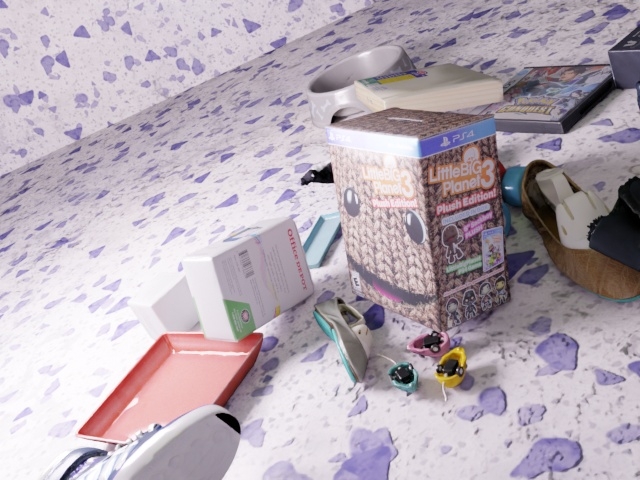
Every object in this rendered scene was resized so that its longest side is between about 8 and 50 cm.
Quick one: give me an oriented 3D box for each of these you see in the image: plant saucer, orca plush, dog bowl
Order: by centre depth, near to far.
[{"bbox_3d":[-0.244,0.256,1.241,0.259,0.048,0.258,-6,33,37],"label":"plant saucer"},{"bbox_3d":[0.000,0.000,1.518,0.067,0.018,0.192,-11,30,29],"label":"plant saucer"},{"bbox_3d":[0.098,-0.181,1.662,0.287,0.151,0.102,-25,59,-33],"label":"orca plush"},{"bbox_3d":[0.115,-0.456,2.145,0.349,0.102,0.349,-21,28,12],"label":"dog bowl"}]

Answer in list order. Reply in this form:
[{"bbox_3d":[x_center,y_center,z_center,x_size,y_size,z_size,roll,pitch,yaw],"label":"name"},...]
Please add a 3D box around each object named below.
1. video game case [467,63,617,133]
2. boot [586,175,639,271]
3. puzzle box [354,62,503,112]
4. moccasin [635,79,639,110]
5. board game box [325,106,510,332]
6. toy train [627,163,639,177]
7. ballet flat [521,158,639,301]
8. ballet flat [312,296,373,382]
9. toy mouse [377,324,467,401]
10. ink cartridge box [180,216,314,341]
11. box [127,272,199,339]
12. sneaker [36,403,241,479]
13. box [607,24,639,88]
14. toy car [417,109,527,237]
[{"bbox_3d":[0.490,-0.316,1.626,0.248,0.035,0.275,-39,29,-24],"label":"video game case"},{"bbox_3d":[0.495,-0.029,0.952,0.246,0.094,0.207,-40,58,-15],"label":"boot"},{"bbox_3d":[0.248,-0.368,1.798,0.272,0.052,0.409,-11,19,-3],"label":"puzzle box"},{"bbox_3d":[0.711,-0.338,1.327,0.342,0.117,0.138,-42,22,-14],"label":"moccasin"},{"bbox_3d":[0.147,-0.043,1.128,0.141,0.291,0.232,-20,21,-28],"label":"board game box"},{"bbox_3d":[0.572,-0.094,1.146,0.166,0.046,0.125,-10,29,24],"label":"toy train"},{"bbox_3d":[0.385,-0.037,1.119,0.116,0.124,0.342,-23,27,8],"label":"ballet flat"},{"bbox_3d":[0.045,0.145,1.156,0.068,0.072,0.213,-25,26,-6],"label":"ballet flat"},{"bbox_3d":[0.146,0.177,1.050,0.143,0.031,0.161,-5,33,36],"label":"toy mouse"},{"bbox_3d":[-0.122,0.064,1.300,0.093,0.154,0.212,-3,19,43],"label":"ink cartridge box"},{"bbox_3d":[-0.301,0.132,1.454,0.087,0.101,0.102,3,38,44],"label":"box"},{"bbox_3d":[-0.284,0.316,1.038,0.323,0.130,0.236,-47,37,-10],"label":"sneaker"},{"bbox_3d":[0.701,-0.383,1.492,0.156,0.093,0.158,-38,30,-22],"label":"box"},{"bbox_3d":[0.230,-0.136,1.308,0.219,0.238,0.210,6,41,47],"label":"toy car"}]
